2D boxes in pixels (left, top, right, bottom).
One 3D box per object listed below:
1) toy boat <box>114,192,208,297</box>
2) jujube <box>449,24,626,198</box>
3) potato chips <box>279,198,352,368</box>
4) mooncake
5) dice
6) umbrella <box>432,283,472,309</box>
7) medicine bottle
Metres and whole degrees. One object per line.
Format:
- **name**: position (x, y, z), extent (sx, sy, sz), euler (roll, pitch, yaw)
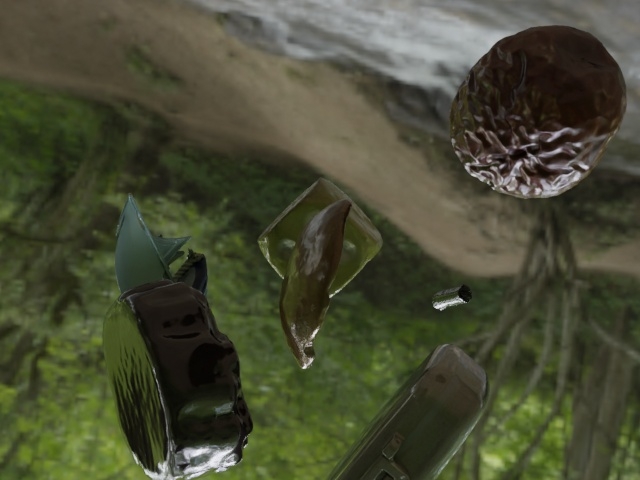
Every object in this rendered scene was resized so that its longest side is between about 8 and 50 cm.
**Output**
- **toy boat**: position (-0.259, 0.045, 1.738), extent (0.070, 0.292, 0.210), euler (9, -155, 29)
- **jujube**: position (0.286, -0.169, 1.413), extent (0.213, 0.213, 0.232), euler (6, 144, -21)
- **potato chips**: position (-0.012, 0.045, 1.245), extent (0.062, 0.208, 0.195), euler (17, 171, -1)
- **mooncake**: position (-0.193, 0.191, 1.436), extent (0.141, 0.283, 0.283), euler (-16, -170, -26)
- **dice**: position (0.000, 0.000, 1.931), extent (0.169, 0.169, 0.166), euler (45, -169, -5)
- **umbrella**: position (0.250, 0.107, 2.010), extent (0.031, 0.036, 0.133), euler (35, 160, -12)
- **medicine bottle**: position (0.106, 0.332, 1.587), extent (0.123, 0.375, 0.282), euler (40, -166, 7)
